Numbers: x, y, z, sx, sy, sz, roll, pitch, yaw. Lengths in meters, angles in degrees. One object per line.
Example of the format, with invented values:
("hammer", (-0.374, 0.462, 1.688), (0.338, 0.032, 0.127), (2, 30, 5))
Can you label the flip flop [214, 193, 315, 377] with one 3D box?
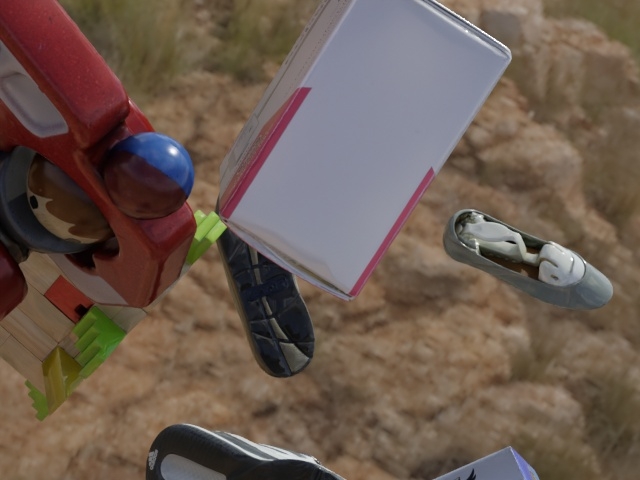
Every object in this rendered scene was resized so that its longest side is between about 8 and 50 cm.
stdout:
("flip flop", (-0.074, 0.041, 1.792), (0.112, 0.277, 0.080), (-15, 4, -17))

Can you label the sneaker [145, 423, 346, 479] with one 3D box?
("sneaker", (0.001, 0.363, 1.882), (0.447, 0.169, 0.257), (22, 6, 34))

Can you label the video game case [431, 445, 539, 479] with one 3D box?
("video game case", (0.116, 0.304, 1.467), (0.269, 0.244, 0.061), (47, 20, -71))

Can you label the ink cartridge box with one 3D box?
("ink cartridge box", (0.019, -0.091, 1.061), (0.117, 0.207, 0.283), (31, 6, -9))

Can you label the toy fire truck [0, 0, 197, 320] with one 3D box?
("toy fire truck", (-0.187, -0.076, 0.844), (0.169, 0.254, 0.302), (-44, 111, -22))

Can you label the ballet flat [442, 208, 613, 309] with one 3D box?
("ballet flat", (0.245, 0.022, 1.635), (0.213, 0.068, 0.072), (21, 61, 11))

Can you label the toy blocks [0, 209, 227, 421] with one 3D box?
("toy blocks", (-0.307, 0.011, 1.540), (0.261, 0.381, 0.191), (43, 44, -5))
